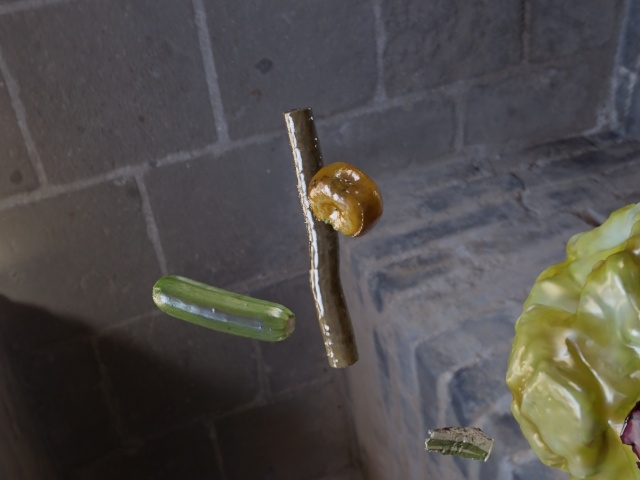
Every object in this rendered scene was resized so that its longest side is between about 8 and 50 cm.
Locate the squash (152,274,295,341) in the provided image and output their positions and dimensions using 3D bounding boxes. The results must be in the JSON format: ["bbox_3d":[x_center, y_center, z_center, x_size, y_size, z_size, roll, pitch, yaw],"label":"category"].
[{"bbox_3d":[-0.149,0.102,1.241,0.229,0.066,0.066,13,123,17],"label":"squash"}]

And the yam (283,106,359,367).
[{"bbox_3d":[0.000,0.000,1.012,0.045,0.045,0.326,-8,107,10],"label":"yam"}]

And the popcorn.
[{"bbox_3d":[0.361,0.128,0.880,0.334,0.293,0.292,-37,96,-3],"label":"popcorn"}]

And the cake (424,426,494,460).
[{"bbox_3d":[0.248,0.368,1.527,0.140,0.055,0.051,14,102,-19],"label":"cake"}]

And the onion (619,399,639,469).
[{"bbox_3d":[0.344,0.192,0.627,0.140,0.218,0.195,-27,170,-12],"label":"onion"}]

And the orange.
[{"bbox_3d":[0.030,-0.049,0.896,0.062,0.086,0.086,-47,135,-34],"label":"orange"}]
